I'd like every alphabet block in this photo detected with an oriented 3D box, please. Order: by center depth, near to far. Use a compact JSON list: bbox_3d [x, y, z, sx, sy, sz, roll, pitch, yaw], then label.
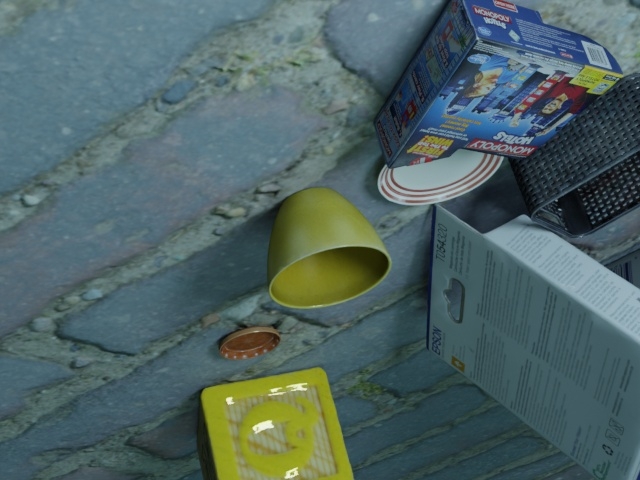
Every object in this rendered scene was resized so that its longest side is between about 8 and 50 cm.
[{"bbox_3d":[-0.073,0.321,1.700,0.192,0.193,0.197,-11,152,-13],"label":"alphabet block"}]

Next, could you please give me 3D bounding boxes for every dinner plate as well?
[{"bbox_3d":[0.128,-0.082,1.252,0.141,0.017,0.141,-13,152,-7],"label":"dinner plate"}]

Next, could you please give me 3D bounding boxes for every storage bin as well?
[{"bbox_3d":[0.311,-0.088,1.263,0.180,0.084,0.122,-34,147,29],"label":"storage bin"}]

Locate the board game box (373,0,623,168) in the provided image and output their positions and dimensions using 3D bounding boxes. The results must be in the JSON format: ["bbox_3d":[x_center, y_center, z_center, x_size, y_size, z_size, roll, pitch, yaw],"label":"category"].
[{"bbox_3d":[0.151,-0.138,1.116,0.194,0.060,0.194,7,146,-36],"label":"board game box"}]

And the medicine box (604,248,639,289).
[{"bbox_3d":[0.454,0.178,1.601,0.263,0.149,0.289,-29,107,24],"label":"medicine box"}]

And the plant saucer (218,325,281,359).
[{"bbox_3d":[-0.094,0.133,1.535,0.083,0.013,0.083,-12,151,-6],"label":"plant saucer"}]

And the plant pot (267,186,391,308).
[{"bbox_3d":[0.000,0.000,1.251,0.134,0.095,0.134,-12,152,-6],"label":"plant pot"}]

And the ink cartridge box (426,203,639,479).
[{"bbox_3d":[0.274,0.121,1.400,0.071,0.330,0.324,-39,151,-23],"label":"ink cartridge box"}]
